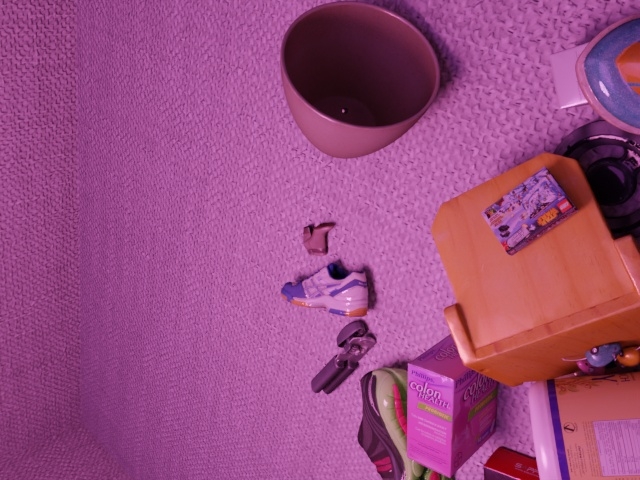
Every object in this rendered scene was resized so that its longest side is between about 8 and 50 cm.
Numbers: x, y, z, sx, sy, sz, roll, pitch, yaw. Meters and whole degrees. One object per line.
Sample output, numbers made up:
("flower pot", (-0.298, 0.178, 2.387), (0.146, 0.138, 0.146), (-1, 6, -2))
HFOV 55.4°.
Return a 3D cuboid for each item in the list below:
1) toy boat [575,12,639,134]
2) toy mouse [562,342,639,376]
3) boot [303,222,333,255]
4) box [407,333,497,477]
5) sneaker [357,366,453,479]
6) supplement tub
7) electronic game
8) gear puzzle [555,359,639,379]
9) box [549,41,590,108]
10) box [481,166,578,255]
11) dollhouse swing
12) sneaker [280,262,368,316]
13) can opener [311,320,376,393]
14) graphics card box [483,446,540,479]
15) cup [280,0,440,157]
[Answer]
("toy boat", (0.538, -0.319, 0.927), (0.267, 0.148, 0.319), (5, 95, 3))
("toy mouse", (0.519, 0.226, 1.126), (0.161, 0.143, 0.031), (102, 164, -57))
("boot", (0.000, 0.000, 1.666), (0.118, 0.042, 0.087), (-4, 108, 45))
("box", (0.303, 0.361, 1.382), (0.117, 0.213, 0.243), (12, 112, 40))
("sneaker", (0.211, 0.552, 1.594), (0.202, 0.185, 0.483), (5, 105, 61))
("supplement tub", (0.553, 0.354, 1.068), (0.331, 0.241, 0.241), (-10, 98, 19))
("electronic game", (0.531, -0.108, 1.118), (0.229, 0.048, 0.229), (22, 125, 35))
("gear puzzle", (0.604, 0.395, 1.235), (0.175, 0.044, 0.339), (-19, 95, 35))
("box", (0.472, -0.292, 1.073), (0.087, 0.101, 0.102), (-9, 97, 45))
("box", (0.362, -0.050, 1.062), (0.137, 0.027, 0.094), (-38, 58, 24))
("dollhouse swing", (0.429, 0.064, 1.165), (0.346, 0.315, 0.305), (-28, 53, 29))
("sneaker", (0.015, 0.124, 1.666), (0.296, 0.111, 0.131), (5, 91, 40))
("can opener", (0.058, 0.330, 1.718), (0.283, 0.075, 0.095), (-54, 35, 40))
("graphics card box", (0.500, 0.689, 1.398), (0.232, 0.094, 0.371), (8, 111, 41))
("cup", (0.067, -0.313, 1.335), (0.331, 0.331, 0.237), (53, 159, 15))
